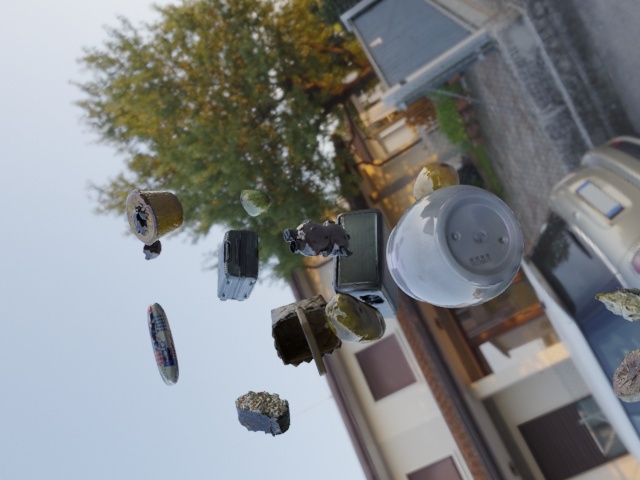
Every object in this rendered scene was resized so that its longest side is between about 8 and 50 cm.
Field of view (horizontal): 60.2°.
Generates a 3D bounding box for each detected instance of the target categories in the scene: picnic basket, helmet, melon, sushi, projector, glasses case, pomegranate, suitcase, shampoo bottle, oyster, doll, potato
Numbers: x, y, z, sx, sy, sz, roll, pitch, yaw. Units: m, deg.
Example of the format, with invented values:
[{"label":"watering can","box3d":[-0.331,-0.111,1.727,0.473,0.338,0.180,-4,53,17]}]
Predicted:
[{"label":"picnic basket","box3d":[-0.056,0.393,2.303,0.321,0.291,0.254,-126,19,-68]},{"label":"helmet","box3d":[-0.716,0.034,2.369,0.123,0.070,0.098,94,176,-61]},{"label":"melon","box3d":[-0.297,-0.173,2.612,0.160,0.128,0.079,45,-143,-44]},{"label":"sushi","box3d":[-0.145,0.436,1.407,0.090,0.150,0.078,-34,-57,-52]},{"label":"projector","box3d":[0.210,0.116,2.540,0.395,0.242,0.405,54,-146,-56]},{"label":"glasses case","box3d":[-0.613,0.402,2.151,0.125,0.076,0.327,101,154,-81]},{"label":"pomegranate","box3d":[0.434,-0.194,2.063,0.196,0.196,0.196,52,-164,-22]},{"label":"suitcase","box3d":[-0.302,0.096,2.009,0.312,0.128,0.202,122,148,-62]},{"label":"shampoo bottle","box3d":[0.299,0.019,1.263,0.273,0.273,0.266,60,162,4]},{"label":"oyster","box3d":[0.787,0.172,1.353,0.209,0.133,0.072,27,-106,-31]},{"label":"doll","box3d":[0.000,-0.001,2.013,0.257,0.117,0.182,0,-132,-37]},{"label":"potato","box3d":[0.144,0.311,2.158,0.369,0.195,0.176,24,-101,-55]}]

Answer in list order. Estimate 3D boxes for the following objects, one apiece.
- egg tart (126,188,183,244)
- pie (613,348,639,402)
[{"label":"egg tart","box3d":[-0.630,-0.099,2.086,0.171,0.215,0.215,-22,-100,-44]},{"label":"pie","box3d":[1.075,0.467,1.898,0.046,0.195,0.195,26,-163,2]}]
